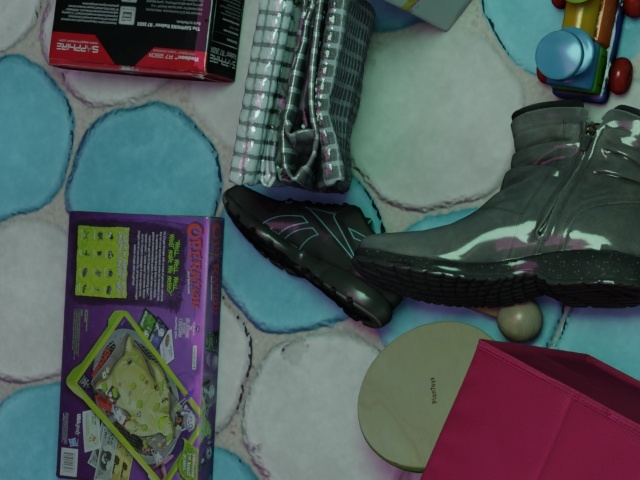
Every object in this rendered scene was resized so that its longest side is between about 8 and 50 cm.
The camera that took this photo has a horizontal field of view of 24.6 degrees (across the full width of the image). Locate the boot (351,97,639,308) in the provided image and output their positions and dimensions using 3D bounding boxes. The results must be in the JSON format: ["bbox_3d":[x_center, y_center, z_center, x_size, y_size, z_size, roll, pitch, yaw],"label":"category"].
[{"bbox_3d":[0.212,-0.044,1.633,0.338,0.118,0.222,3,71,12],"label":"boot"}]

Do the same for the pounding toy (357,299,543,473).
[{"bbox_3d":[0.155,0.174,1.680,0.183,0.110,0.237,9,63,34],"label":"pounding toy"}]

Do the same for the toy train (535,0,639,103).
[{"bbox_3d":[0.293,-0.280,1.596,0.105,0.143,0.248,12,93,22],"label":"toy train"}]

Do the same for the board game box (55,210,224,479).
[{"bbox_3d":[-0.229,0.138,1.859,0.208,0.056,0.346,3,90,27],"label":"board game box"}]

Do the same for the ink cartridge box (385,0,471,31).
[{"bbox_3d":[0.084,-0.382,1.618,0.198,0.270,0.197,41,104,19],"label":"ink cartridge box"}]

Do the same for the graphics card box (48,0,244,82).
[{"bbox_3d":[-0.204,-0.389,1.836,0.233,0.094,0.370,7,92,23],"label":"graphics card box"}]

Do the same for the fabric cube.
[{"bbox_3d":[0.270,0.276,1.502,0.259,0.254,0.258,29,99,37],"label":"fabric cube"}]

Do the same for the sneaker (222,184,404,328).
[{"bbox_3d":[0.000,0.000,1.754,0.267,0.101,0.106,34,78,22],"label":"sneaker"}]

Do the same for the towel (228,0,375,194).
[{"bbox_3d":[-0.009,-0.168,1.645,0.121,0.284,0.235,10,92,5],"label":"towel"}]
